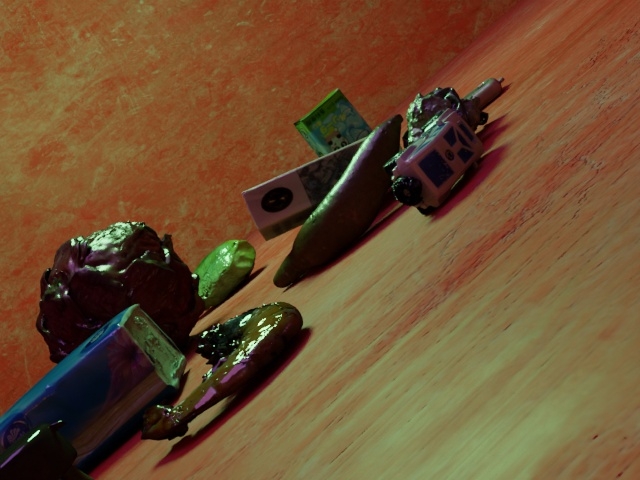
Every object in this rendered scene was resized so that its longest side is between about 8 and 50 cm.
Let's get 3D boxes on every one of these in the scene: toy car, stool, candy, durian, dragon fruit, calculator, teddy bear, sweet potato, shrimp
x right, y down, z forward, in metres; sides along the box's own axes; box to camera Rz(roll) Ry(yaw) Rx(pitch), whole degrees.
[{"bbox_3d":[0.144,-0.099,1.078,0.070,0.080,0.170,-33,9,48],"label":"toy car"},{"bbox_3d":[-0.380,0.318,1.091,0.217,0.121,0.125,-39,8,-4],"label":"stool"},{"bbox_3d":[0.052,-0.164,1.561,0.097,0.194,0.062,-41,7,-13],"label":"candy"},{"bbox_3d":[-0.231,0.078,1.996,0.250,0.101,0.139,-35,8,38],"label":"durian"},{"bbox_3d":[-0.386,0.131,1.680,0.329,0.329,0.329,-40,6,5],"label":"dragon fruit"},{"bbox_3d":[0.260,-0.236,1.583,0.175,0.032,0.100,-39,6,12],"label":"calculator"},{"bbox_3d":[0.171,-0.168,1.271,0.133,0.111,0.213,-32,11,32],"label":"teddy bear"},{"bbox_3d":[0.026,-0.030,1.303,0.346,0.079,0.108,-52,8,26],"label":"sweet potato"},{"bbox_3d":[-0.131,0.156,1.042,0.222,0.054,0.290,-43,10,-20],"label":"shrimp"}]

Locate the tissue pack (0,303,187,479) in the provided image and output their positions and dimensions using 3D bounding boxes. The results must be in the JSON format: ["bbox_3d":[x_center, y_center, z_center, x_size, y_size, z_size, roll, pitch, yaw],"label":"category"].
[{"bbox_3d":[-0.346,0.239,1.333,0.263,0.146,0.198,-40,7,0],"label":"tissue pack"}]

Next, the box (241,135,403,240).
[{"bbox_3d":[0.009,-0.087,1.429,0.257,0.069,0.164,-24,-6,-1],"label":"box"}]
